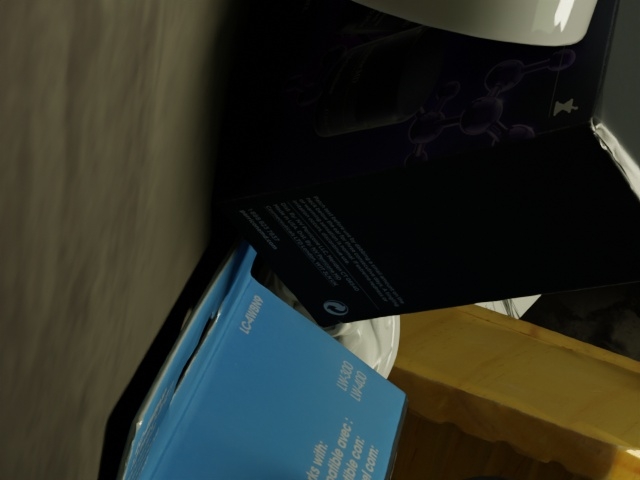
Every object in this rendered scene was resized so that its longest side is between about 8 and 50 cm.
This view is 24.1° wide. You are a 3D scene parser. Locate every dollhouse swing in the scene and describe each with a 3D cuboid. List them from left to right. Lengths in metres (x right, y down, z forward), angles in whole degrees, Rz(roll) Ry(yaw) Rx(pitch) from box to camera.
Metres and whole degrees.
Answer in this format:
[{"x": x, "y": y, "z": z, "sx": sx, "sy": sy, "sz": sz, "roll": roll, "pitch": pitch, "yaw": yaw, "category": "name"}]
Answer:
[{"x": 0.112, "y": 0.193, "z": 1.182, "sx": 0.305, "sy": 0.346, "sz": 0.315, "roll": -45, "pitch": 151, "yaw": -63, "category": "dollhouse swing"}]

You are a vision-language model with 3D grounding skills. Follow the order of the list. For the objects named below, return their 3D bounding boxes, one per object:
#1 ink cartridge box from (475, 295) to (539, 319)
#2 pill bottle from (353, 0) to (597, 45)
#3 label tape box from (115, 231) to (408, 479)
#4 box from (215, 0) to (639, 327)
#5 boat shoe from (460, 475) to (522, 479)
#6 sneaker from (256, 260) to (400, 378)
[{"x": 0.128, "y": 0.041, "z": 1.517, "sx": 0.203, "sy": 0.148, "sz": 0.086, "roll": -41, "pitch": 127, "yaw": -36, "category": "ink cartridge box"}, {"x": 0.075, "y": -0.214, "z": 0.521, "sx": 0.152, "sy": 0.152, "sz": 0.272, "roll": -63, "pitch": 168, "yaw": -69, "category": "pill bottle"}, {"x": -0.034, "y": 0.175, "z": 0.728, "sx": 0.249, "sy": 0.115, "sz": 0.348, "roll": -66, "pitch": 172, "yaw": -62, "category": "label tape box"}, {"x": 0.083, "y": -0.100, "z": 0.697, "sx": 0.103, "sy": 0.184, "sz": 0.261, "roll": 52, "pitch": 42, "yaw": -38, "category": "box"}, {"x": 0.060, "y": 0.253, "z": 0.729, "sx": 0.104, "sy": 0.110, "sz": 0.307, "roll": -71, "pitch": 174, "yaw": -56, "category": "boat shoe"}, {"x": 0.000, "y": 0.000, "z": 0.832, "sx": 0.115, "sy": 0.090, "sz": 0.232, "roll": 2, "pitch": 94, "yaw": -79, "category": "sneaker"}]
